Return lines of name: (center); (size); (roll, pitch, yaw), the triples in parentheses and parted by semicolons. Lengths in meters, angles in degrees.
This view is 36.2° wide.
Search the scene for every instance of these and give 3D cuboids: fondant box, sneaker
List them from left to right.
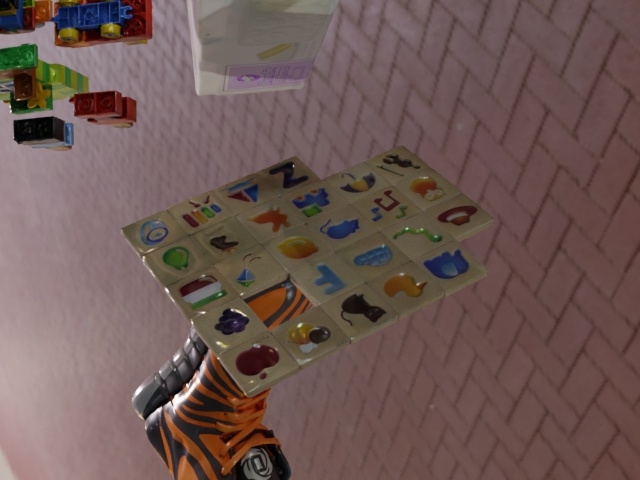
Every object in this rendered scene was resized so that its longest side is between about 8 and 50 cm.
fondant box: (-0.060, -0.295, 0.707); (0.238, 0.096, 0.330); (138, 128, -80)
sneaker: (-0.070, 0.167, 1.035); (0.321, 0.124, 0.180); (-50, 62, 39)

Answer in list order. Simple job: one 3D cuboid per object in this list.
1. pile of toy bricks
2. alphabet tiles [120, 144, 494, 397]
pile of toy bricks: (-0.211, -0.120, 0.725); (0.105, 0.212, 0.118); (16, -108, -75)
alphabet tiles: (0.000, 0.000, 0.725); (0.198, 0.237, 0.009); (45, 150, 41)
